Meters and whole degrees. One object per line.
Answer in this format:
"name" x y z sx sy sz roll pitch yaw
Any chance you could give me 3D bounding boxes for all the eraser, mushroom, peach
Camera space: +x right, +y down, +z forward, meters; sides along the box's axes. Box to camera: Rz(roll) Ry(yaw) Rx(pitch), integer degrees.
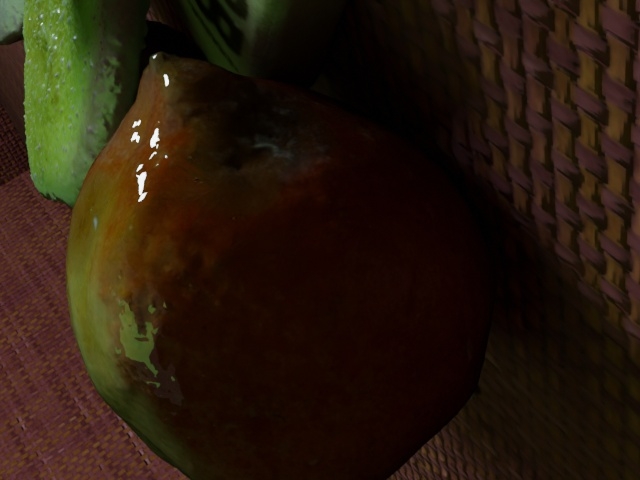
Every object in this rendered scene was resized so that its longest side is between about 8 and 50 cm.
"eraser" -0.041 -0.150 0.576 0.117 0.058 0.172 56 166 6
"mushroom" -0.406 -0.313 1.303 0.350 0.128 0.128 40 159 60
"peach" -0.031 0.011 0.579 0.232 0.232 0.257 27 138 63

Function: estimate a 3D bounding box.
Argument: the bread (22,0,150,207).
"bread" -0.174 -0.162 0.736 0.301 0.045 0.301 -2 88 64

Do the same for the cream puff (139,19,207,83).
"cream puff" -0.137 -0.119 0.869 0.126 0.103 0.144 2 126 57

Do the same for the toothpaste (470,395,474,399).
"toothpaste" 0.000 0.000 0.763 0.299 0.073 0.114 51 167 -10
